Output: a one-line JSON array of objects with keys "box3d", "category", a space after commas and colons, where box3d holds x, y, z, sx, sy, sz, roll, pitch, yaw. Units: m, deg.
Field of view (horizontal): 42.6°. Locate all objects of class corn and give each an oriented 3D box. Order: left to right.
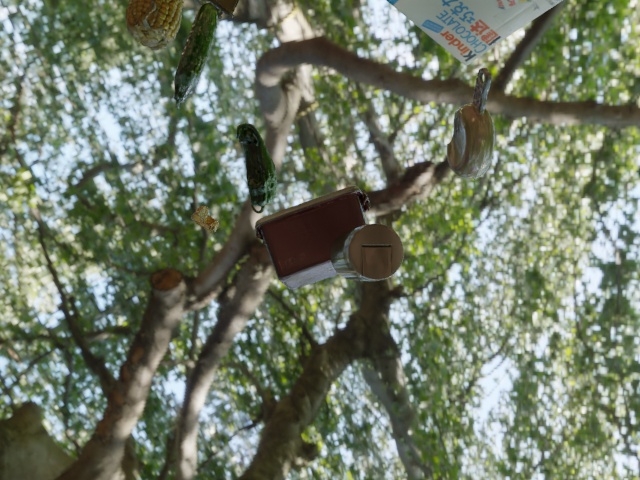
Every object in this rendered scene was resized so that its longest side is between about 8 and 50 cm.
[{"box3d": [-0.302, -0.482, 1.534, 0.106, 0.106, 0.293, -6, -121, 11], "category": "corn"}]

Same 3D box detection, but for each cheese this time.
[{"box3d": [0.383, -0.292, 2.036, 0.082, 0.286, 0.163, -4, -145, -14], "category": "cheese"}]

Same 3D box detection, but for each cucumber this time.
[{"box3d": [-0.174, -0.255, 1.137, 0.037, 0.037, 0.155, 23, -84, 37], "category": "cucumber"}]

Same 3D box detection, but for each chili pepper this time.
[{"box3d": [-0.171, -0.194, 2.214, 0.100, 0.256, 0.074, -5, -164, 17], "category": "chili pepper"}]

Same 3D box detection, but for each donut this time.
[{"box3d": [-0.294, -0.056, 2.126, 0.067, 0.083, 0.037, -26, -144, 59], "category": "donut"}]

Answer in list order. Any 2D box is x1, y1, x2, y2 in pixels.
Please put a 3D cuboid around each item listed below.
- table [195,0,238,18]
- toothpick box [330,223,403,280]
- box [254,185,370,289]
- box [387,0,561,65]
[{"box3d": [-0.196, -0.423, 1.156, 0.167, 0.227, 0.167, -43, -155, 26], "category": "table"}, {"box3d": [0.088, 0.026, 1.624, 0.111, 0.111, 0.181, -24, -178, -12], "category": "toothpick box"}, {"box3d": [0.000, 0.000, 2.046, 0.294, 0.193, 0.167, -20, -108, 6], "category": "box"}, {"box3d": [0.262, -0.448, 1.388, 0.265, 0.273, 0.048, -32, -136, 38], "category": "box"}]
